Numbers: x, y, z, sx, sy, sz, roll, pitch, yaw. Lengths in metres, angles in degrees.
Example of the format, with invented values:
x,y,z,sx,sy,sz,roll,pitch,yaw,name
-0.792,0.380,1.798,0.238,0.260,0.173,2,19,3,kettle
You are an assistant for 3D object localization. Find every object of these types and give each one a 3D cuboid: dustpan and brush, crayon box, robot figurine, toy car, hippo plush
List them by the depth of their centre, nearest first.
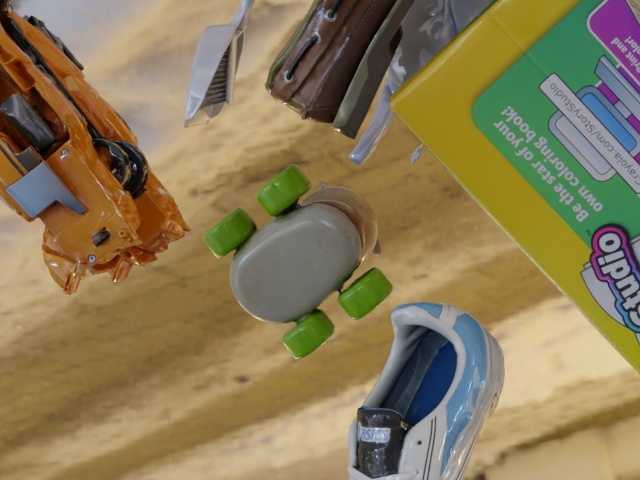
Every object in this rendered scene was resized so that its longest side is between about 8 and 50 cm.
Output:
x,y,z,sx,sy,sz,roll,pitch,yaw,name
-0.215,-0.100,0.806,0.085,0.291,0.211,-40,176,8,robot figurine
0.286,-0.080,0.890,0.313,0.363,0.106,-43,-175,11,crayon box
0.107,-0.263,1.177,0.234,0.236,0.294,-6,140,-55,hippo plush
0.000,0.000,1.190,0.149,0.155,0.188,-36,-177,27,toy car
-0.113,-0.241,1.437,0.060,0.211,0.147,8,-171,6,dustpan and brush

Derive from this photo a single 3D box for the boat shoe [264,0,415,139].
x,y,z,sx,sy,sz,roll,pitch,yaw,name
0.041,-0.238,1.005,0.104,0.307,0.111,24,-159,0,boat shoe

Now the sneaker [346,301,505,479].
x,y,z,sx,sy,sz,roll,pitch,yaw,name
0.042,0.148,0.675,0.086,0.237,0.085,28,158,-35,sneaker
